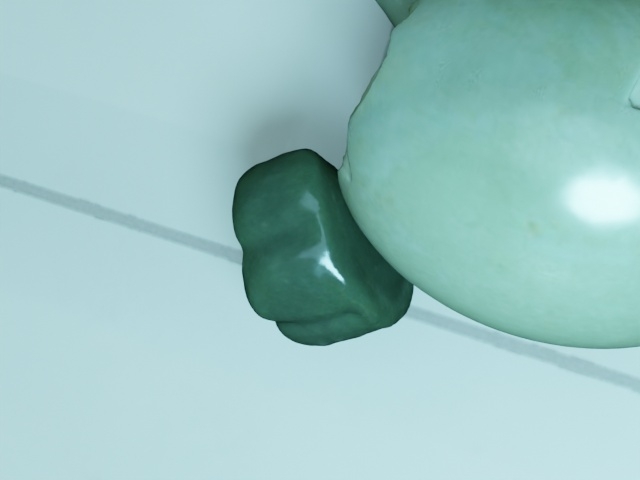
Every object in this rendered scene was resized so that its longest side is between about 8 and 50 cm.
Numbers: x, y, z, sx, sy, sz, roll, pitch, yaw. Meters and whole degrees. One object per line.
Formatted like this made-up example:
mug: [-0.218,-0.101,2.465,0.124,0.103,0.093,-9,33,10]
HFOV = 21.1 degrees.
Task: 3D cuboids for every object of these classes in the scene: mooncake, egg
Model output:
mooncake: [0.000,0.000,1.361,0.104,0.175,0.168,-13,41,24]
egg: [0.194,-0.058,1.239,0.336,0.278,0.278,19,90,16]

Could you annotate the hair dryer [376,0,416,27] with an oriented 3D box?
hair dryer: [0.112,-0.285,1.413,0.225,0.088,0.219,-38,68,-2]
